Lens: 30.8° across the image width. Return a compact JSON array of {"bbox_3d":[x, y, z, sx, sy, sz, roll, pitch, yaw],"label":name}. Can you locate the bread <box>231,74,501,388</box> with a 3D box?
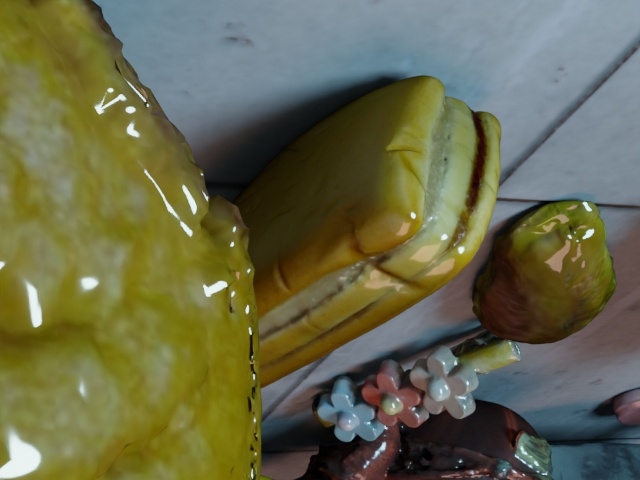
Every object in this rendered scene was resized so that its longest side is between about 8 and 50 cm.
[{"bbox_3d":[0.000,0.000,0.571,0.077,0.116,0.200,35,136,-23],"label":"bread"}]

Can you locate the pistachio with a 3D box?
[{"bbox_3d":[0.151,0.031,0.750,0.090,0.049,0.173,-7,155,-6],"label":"pistachio"}]

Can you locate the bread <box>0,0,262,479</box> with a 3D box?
[{"bbox_3d":[-0.195,0.069,0.351,0.398,0.398,0.215,12,162,-37],"label":"bread"}]

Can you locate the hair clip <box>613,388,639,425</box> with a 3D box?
[{"bbox_3d":[0.365,0.151,1.101,0.138,0.102,0.123,-31,176,-42],"label":"hair clip"}]

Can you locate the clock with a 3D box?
[{"bbox_3d":[0.235,0.254,1.195,0.281,0.055,0.280,-2,162,-1],"label":"clock"}]

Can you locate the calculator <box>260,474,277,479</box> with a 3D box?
[{"bbox_3d":[-0.073,0.237,1.052,0.235,0.032,0.146,3,150,37],"label":"calculator"}]

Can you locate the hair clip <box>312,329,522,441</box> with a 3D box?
[{"bbox_3d":[0.067,0.115,0.890,0.214,0.062,0.056,-29,-170,33],"label":"hair clip"}]

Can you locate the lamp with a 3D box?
[{"bbox_3d":[0.107,0.207,1.022,0.223,0.151,0.215,31,152,7],"label":"lamp"}]
